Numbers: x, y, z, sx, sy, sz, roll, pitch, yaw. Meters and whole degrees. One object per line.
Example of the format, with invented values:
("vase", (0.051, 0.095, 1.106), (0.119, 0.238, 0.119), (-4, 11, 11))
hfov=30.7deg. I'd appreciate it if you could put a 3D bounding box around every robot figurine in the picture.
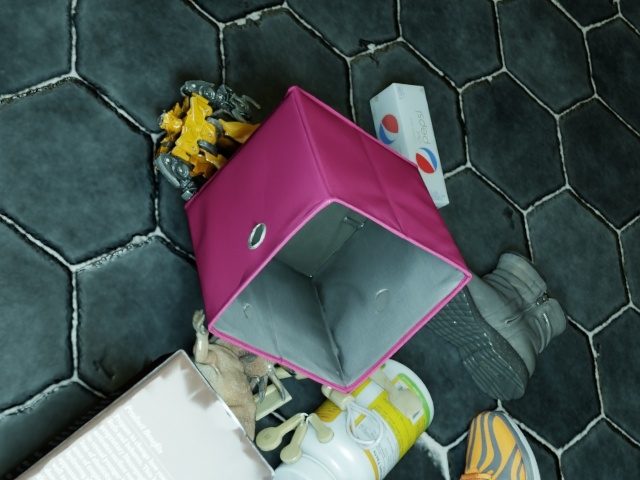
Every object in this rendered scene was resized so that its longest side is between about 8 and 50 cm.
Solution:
("robot figurine", (-0.123, -0.108, 1.740), (0.291, 0.085, 0.211), (30, 56, -24))

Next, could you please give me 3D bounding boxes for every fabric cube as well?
("fabric cube", (0.000, 0.000, 1.571), (0.259, 0.254, 0.258), (29, 28, -33))

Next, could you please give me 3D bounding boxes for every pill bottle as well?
("pill bottle", (0.043, 0.288, 1.661), (0.136, 0.136, 0.246), (54, 51, -5))

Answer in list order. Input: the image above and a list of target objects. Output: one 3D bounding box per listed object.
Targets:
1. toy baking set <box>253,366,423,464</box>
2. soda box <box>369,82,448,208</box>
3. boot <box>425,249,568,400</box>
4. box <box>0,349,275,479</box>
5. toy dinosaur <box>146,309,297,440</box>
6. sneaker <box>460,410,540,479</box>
("toy baking set", (0.017, 0.225, 1.612), (0.197, 0.256, 0.030), (-92, 162, -51))
("soda box", (0.148, -0.152, 1.962), (0.069, 0.074, 0.216), (1, 71, -36))
("boot", (0.270, 0.080, 1.945), (0.338, 0.118, 0.223), (56, 46, -17))
("box", (-0.264, 0.314, 1.351), (0.381, 0.143, 0.191), (-37, 95, -18))
("toy dinosaur", (-0.126, 0.216, 1.584), (0.200, 0.127, 0.295), (22, 65, -36))
("sneaker", (0.233, 0.411, 1.756), (0.180, 0.124, 0.321), (10, 66, -34))
